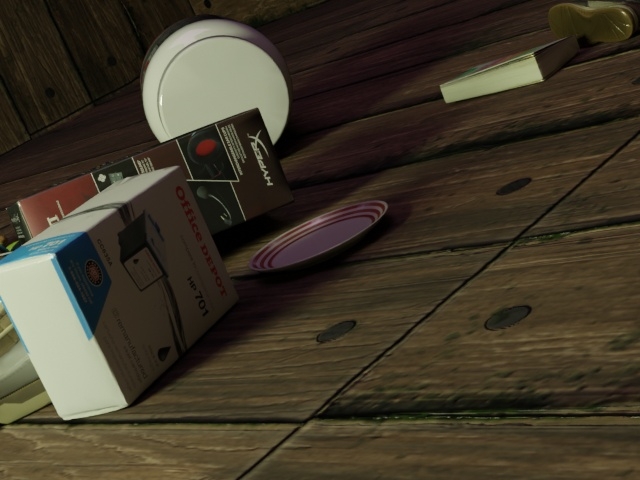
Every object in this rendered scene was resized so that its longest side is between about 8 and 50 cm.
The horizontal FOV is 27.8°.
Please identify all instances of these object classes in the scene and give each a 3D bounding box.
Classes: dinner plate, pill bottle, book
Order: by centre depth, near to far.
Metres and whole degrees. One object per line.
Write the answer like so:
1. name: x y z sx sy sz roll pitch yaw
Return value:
1. dinner plate: 0.000 0.000 1.199 0.141 0.017 0.141 -23 15 6
2. book: 0.227 -0.205 1.549 0.144 0.035 0.096 -13 14 45
3. pill bottle: -0.151 -0.213 1.840 0.210 0.210 0.363 -25 14 -3

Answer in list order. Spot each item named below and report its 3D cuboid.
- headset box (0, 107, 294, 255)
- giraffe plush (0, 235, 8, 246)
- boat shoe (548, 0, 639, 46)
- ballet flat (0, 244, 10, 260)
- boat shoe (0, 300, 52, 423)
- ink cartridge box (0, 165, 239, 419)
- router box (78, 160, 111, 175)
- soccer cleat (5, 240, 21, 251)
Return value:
1. headset box: -0.202 -0.032 1.373 0.293 0.110 0.218 -23 6 -15
2. giraffe plush: -0.540 0.017 1.806 0.170 0.210 0.181 16 83 49
3. boat shoe: 0.333 -0.263 1.540 0.049 0.056 0.152 -25 22 -23
4. ballet flat: -0.505 0.074 1.611 0.348 0.123 0.123 -11 19 44
5. boat shoe: -0.345 0.133 1.114 0.302 0.103 0.113 -29 14 -16
6. ink cartridge box: -0.167 0.039 1.081 0.082 0.140 0.190 -14 18 33
7. router box: -0.381 -0.073 2.054 0.133 0.046 0.179 -26 14 -8
8. soccer cleat: -0.355 -0.005 1.758 0.179 0.060 0.072 -40 29 -29
